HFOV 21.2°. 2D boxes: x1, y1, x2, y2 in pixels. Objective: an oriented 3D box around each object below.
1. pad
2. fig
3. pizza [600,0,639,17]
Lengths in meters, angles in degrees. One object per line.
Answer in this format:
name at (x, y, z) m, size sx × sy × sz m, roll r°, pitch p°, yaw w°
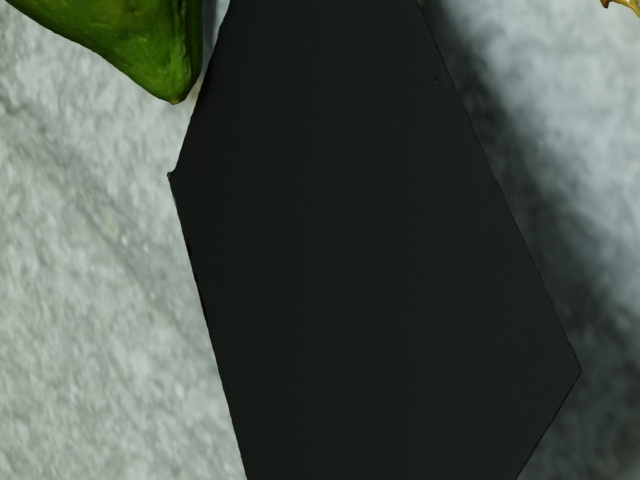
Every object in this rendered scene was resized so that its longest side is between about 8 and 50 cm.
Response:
pad at (0.000, 0.000, 0.726) m, size 0.367 × 0.007 × 0.247 m, roll -109°, pitch 33°, yaw -43°
fig at (-0.111, -0.138, 0.848) m, size 0.123 × 0.123 × 0.156 m, roll 3°, pitch 114°, yaw 52°
pizza at (0.158, -0.117, 0.536) m, size 0.297 × 0.071 × 0.189 m, roll 9°, pitch 121°, yaw 55°
